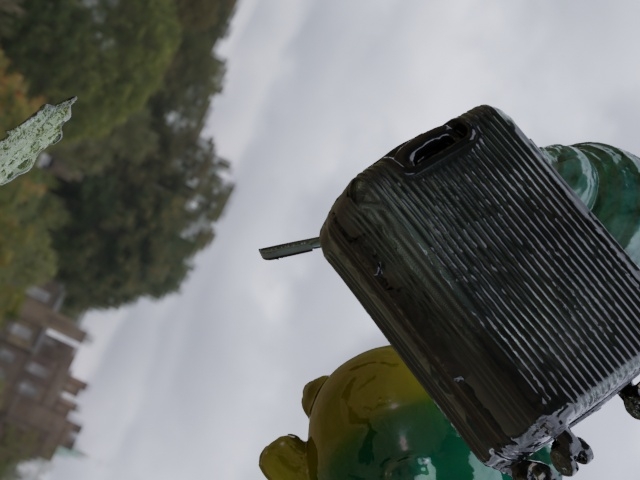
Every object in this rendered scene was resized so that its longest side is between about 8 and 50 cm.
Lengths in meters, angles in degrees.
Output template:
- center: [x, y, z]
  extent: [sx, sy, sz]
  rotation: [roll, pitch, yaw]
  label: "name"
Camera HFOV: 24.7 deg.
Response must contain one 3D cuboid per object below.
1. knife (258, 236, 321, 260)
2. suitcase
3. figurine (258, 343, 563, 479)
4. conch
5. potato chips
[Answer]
- center: [0.000, 0.001, 1.693]
  extent: [0.210, 0.015, 0.028]
  rotation: [-14, -153, 40]
  label: "knife"
- center: [0.155, 0.047, 1.252]
  extent: [0.202, 0.312, 0.128]
  rotation: [-31, 166, -30]
  label: "suitcase"
- center: [0.102, 0.261, 1.620]
  extent: [0.231, 0.323, 0.340]
  rotation: [67, 2, -49]
  label: "figurine"
- center: [0.264, -0.012, 1.503]
  extent: [0.196, 0.202, 0.134]
  rotation: [-38, -177, -5]
  label: "conch"
- center: [-0.303, -0.072, 1.402]
  extent: [0.207, 0.028, 0.092]
  rotation: [-51, 170, -48]
  label: "potato chips"
